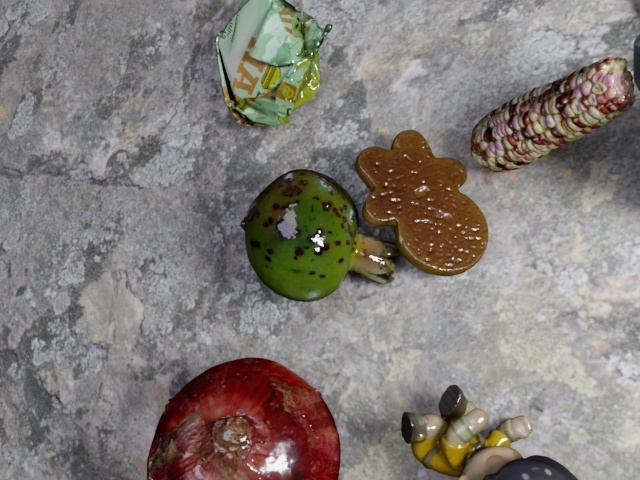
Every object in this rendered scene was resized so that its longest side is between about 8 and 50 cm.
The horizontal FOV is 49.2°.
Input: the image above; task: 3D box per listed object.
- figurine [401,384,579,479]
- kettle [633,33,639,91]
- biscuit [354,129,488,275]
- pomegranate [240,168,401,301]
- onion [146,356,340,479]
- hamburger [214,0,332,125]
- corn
[{"bbox_3d":[0.220,0.308,0.869,0.257,0.192,0.167,42,126,52],"label":"figurine"},{"bbox_3d":[0.443,-0.136,0.820,0.160,0.243,0.211,-30,64,18],"label":"kettle"},{"bbox_3d":[0.150,-0.053,1.029,0.179,0.039,0.236,-24,69,-17],"label":"biscuit"},{"bbox_3d":[0.000,0.000,1.062,0.247,0.202,0.202,13,82,-1],"label":"pomegranate"},{"bbox_3d":[-0.107,0.303,0.982,0.276,0.276,0.276,-7,74,26],"label":"onion"},{"bbox_3d":[-0.071,-0.313,1.205,0.235,0.125,0.214,-29,71,22],"label":"hamburger"},{"bbox_3d":[0.298,-0.159,0.917,0.280,0.092,0.092,156,121,-64],"label":"corn"}]
